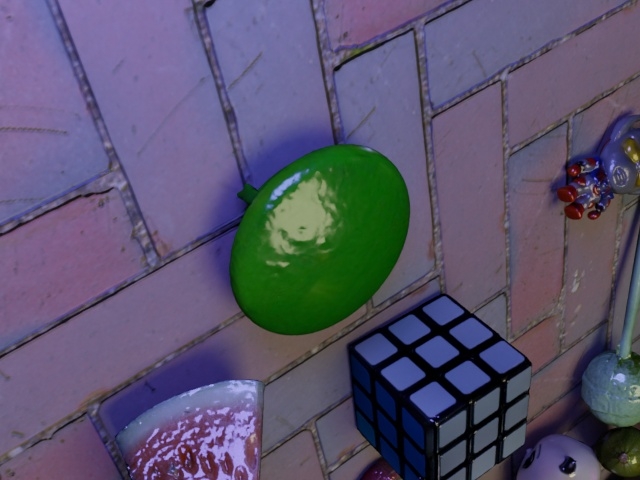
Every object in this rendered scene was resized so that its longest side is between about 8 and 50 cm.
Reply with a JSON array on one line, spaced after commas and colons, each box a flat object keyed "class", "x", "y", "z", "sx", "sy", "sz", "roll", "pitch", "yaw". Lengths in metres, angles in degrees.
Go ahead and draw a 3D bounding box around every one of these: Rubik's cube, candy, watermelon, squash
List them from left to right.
[{"class": "watermelon", "x": -0.125, "y": 0.292, "z": 0.854, "sx": 0.148, "sy": 0.226, "sz": 0.319, "roll": -1, "pitch": 110, "yaw": -9}, {"class": "candy", "x": 0.092, "y": 0.349, "z": 1.187, "sx": 0.103, "sy": 0.043, "sz": 0.103, "roll": -23, "pitch": 130, "yaw": -30}, {"class": "Rubik's cube", "x": 0.143, "y": 0.191, "z": 1.036, "sx": 0.163, "sy": 0.162, "sz": 0.161, "roll": -28, "pitch": 133, "yaw": -25}, {"class": "squash", "x": 0.532, "y": 0.368, "z": 1.492, "sx": 0.094, "sy": 0.094, "sz": 0.341, "roll": -50, "pitch": 159, "yaw": -1}, {"class": "candy", "x": 0.484, "y": 0.102, "z": 1.324, "sx": 0.119, "sy": 0.119, "sz": 0.440, "roll": -18, "pitch": 121, "yaw": -30}]

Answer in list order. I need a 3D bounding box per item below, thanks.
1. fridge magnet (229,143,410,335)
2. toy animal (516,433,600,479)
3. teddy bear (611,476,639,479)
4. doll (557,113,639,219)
[{"class": "fridge magnet", "x": 0.000, "y": 0.000, "z": 0.839, "sx": 0.208, "sy": 0.088, "sz": 0.208, "roll": -20, "pitch": 128, "yaw": -28}, {"class": "toy animal", "x": 0.393, "y": 0.407, "z": 1.424, "sx": 0.166, "sy": 0.138, "sz": 0.179, "roll": -24, "pitch": 126, "yaw": -53}, {"class": "teddy bear", "x": 0.685, "y": 0.554, "z": 1.750, "sx": 0.267, "sy": 0.151, "sz": 0.236, "roll": 20, "pitch": 128, "yaw": -43}, {"class": "doll", "x": 0.394, "y": -0.096, "z": 1.124, "sx": 0.194, "sy": 0.062, "sz": 0.104, "roll": -33, "pitch": 91, "yaw": -17}]
